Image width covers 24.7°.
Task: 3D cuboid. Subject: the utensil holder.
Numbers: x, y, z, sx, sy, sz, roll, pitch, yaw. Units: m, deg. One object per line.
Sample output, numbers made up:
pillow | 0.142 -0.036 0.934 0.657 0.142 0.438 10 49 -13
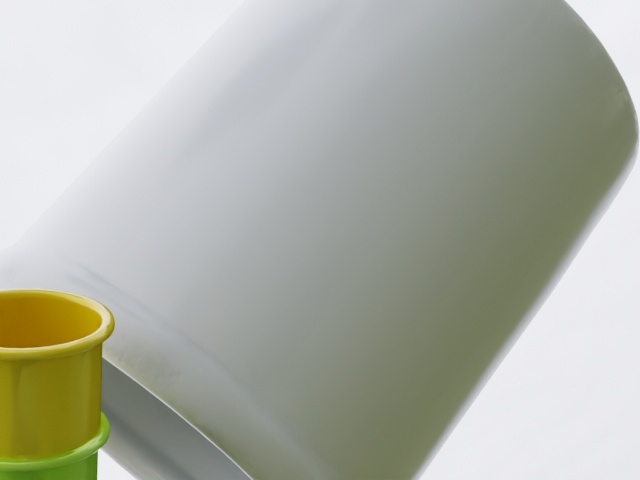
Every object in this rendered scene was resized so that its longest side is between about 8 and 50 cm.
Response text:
utensil holder | 0.000 0.000 1.040 0.385 0.327 0.328 -50 -33 -19

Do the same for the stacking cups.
stacking cups | -0.165 0.190 0.806 0.096 0.096 0.316 -6 -71 -33
